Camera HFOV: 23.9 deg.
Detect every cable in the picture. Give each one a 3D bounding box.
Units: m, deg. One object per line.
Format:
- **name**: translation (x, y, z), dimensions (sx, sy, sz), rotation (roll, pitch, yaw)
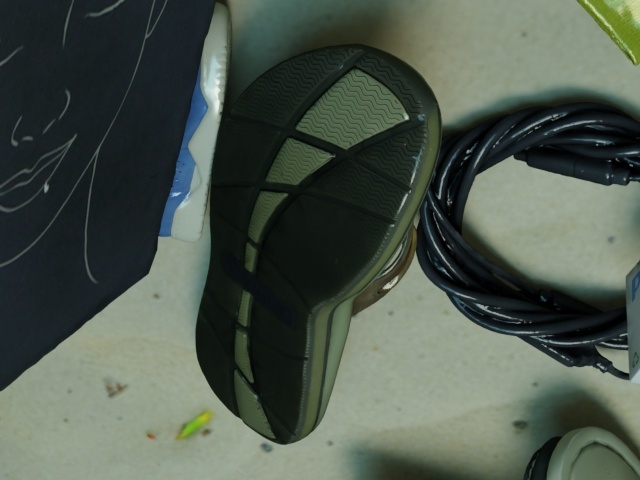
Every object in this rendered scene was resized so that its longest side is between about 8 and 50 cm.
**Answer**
- **cable**: translation (0.141, -0.004, 0.840), dimensions (0.184, 0.047, 0.150), rotation (33, 122, -9)

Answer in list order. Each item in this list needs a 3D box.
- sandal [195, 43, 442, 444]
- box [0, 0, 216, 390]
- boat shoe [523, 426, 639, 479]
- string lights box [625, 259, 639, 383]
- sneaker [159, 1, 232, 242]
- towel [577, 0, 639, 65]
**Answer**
- **sandal**: translation (-0.001, 0.000, 0.853), dimensions (0.120, 0.086, 0.302), rotation (46, 144, 20)
- **box**: translation (-0.254, -0.134, 0.556), dimensions (0.297, 0.480, 0.471), rotation (29, 124, 13)
- **boat shoe**: translation (0.177, 0.263, 0.960), dimensions (0.113, 0.127, 0.340), rotation (-3, 125, 42)
- **string lights box**: translation (0.303, 0.036, 0.772), dimensions (0.260, 0.076, 0.133), rotation (12, 141, -7)
- **sneaker**: translation (-0.098, -0.068, 0.843), dimensions (0.085, 0.058, 0.152), rotation (10, 130, -4)
- **towel**: translation (0.119, -0.197, 0.740), dimensions (0.102, 0.021, 0.237), rotation (-36, 109, 29)
